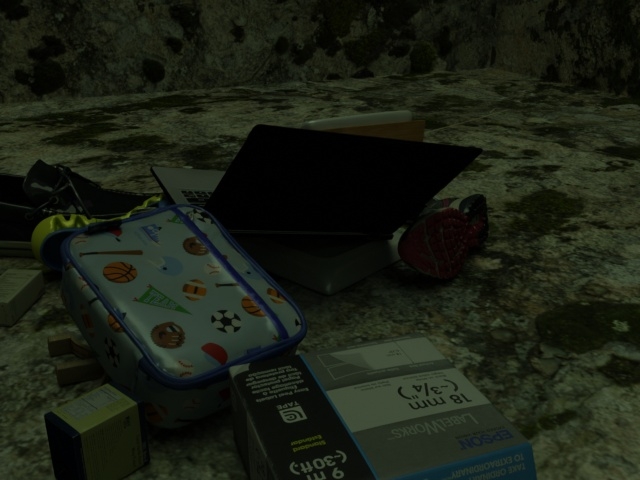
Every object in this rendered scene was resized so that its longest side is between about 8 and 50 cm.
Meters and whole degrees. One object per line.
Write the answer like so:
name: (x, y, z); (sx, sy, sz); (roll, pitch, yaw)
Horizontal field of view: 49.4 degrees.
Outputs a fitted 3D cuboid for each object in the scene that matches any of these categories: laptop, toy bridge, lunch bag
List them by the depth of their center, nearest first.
lunch bag: (-0.174, 0.074, 0.881); (0.243, 0.115, 0.303); (-18, 51, -37)
toy bridge: (-0.307, 0.168, 0.897); (0.063, 0.026, 0.188); (-8, 24, -26)
laptop: (-0.031, -0.130, 1.156); (0.382, 0.236, 0.408); (2, 26, -30)

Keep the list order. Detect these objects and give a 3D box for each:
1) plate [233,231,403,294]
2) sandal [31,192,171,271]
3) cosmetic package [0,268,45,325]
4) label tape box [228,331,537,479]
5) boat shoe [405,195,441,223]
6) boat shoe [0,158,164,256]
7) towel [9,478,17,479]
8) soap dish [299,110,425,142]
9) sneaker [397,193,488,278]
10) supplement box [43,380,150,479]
plate: (0.000, 0.000, 1.295); (0.277, 0.045, 0.278); (18, 27, 37)
sandal: (-0.318, 0.008, 1.183); (0.317, 0.126, 0.138); (-16, 31, -18)
cosmetic package: (-0.478, 0.086, 1.069); (0.060, 0.041, 0.115); (2, 22, 5)
label tape box: (0.067, 0.226, 0.668); (0.241, 0.106, 0.333); (-8, 24, -19)
boat shoe: (0.141, -0.072, 1.444); (0.228, 0.080, 0.076); (13, 23, 10)
boat shoe: (-0.496, -0.066, 1.296); (0.500, 0.156, 0.187); (0, 21, -6)
towel: (-0.297, 0.290, 0.605); (0.144, 0.029, 0.197); (12, 23, 26)
soap dish: (0.066, -0.188, 1.552); (0.291, 0.118, 0.229); (-10, -11, -25)
sneaker: (0.209, -0.007, 1.248); (0.112, 0.121, 0.299); (-2, 11, 31)
supplement box: (-0.232, 0.207, 0.728); (0.056, 0.083, 0.083); (20, 30, 37)
